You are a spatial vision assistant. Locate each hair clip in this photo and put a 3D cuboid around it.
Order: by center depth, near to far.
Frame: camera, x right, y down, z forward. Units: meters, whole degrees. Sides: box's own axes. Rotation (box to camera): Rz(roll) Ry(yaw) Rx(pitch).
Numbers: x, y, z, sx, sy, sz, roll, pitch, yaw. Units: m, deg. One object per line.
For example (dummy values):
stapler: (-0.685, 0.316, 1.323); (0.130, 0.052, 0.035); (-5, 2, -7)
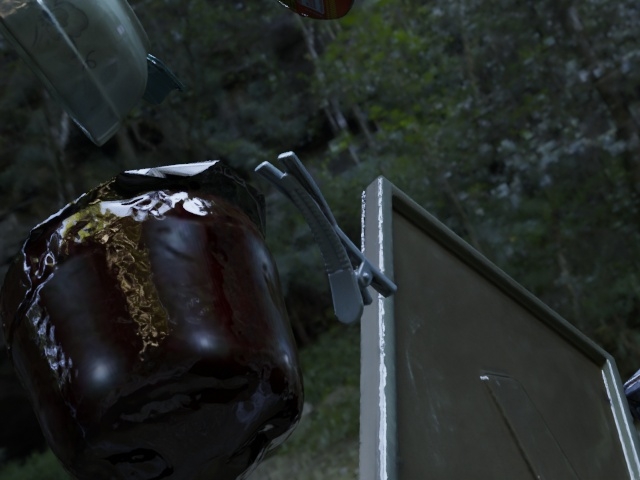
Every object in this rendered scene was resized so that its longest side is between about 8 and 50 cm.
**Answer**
hair clip: (0.001, 0.000, 0.651); (0.030, 0.115, 0.039); (-25, 19, 30)

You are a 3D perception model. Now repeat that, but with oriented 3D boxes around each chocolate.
chocolate: (-0.173, 0.143, 1.317); (0.383, 0.331, 0.384); (-25, -35, -19)

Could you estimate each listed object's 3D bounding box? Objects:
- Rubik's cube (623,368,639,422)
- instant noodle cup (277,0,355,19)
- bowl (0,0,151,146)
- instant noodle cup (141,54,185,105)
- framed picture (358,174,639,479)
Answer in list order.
Rubik's cube: (0.594, 0.203, 1.419); (0.254, 0.260, 0.259); (-25, -15, -48)
instant noodle cup: (0.019, -0.394, 1.253); (0.212, 0.193, 0.193); (-53, -6, -21)
bowl: (-0.356, -0.295, 1.548); (0.163, 0.307, 0.307); (-38, -13, -10)
instant noodle cup: (-0.349, -0.315, 1.996); (0.070, 0.179, 0.157); (-59, -17, -3)
framed picture: (0.160, 0.155, 0.866); (0.028, 0.326, 0.446); (-45, 20, 26)
